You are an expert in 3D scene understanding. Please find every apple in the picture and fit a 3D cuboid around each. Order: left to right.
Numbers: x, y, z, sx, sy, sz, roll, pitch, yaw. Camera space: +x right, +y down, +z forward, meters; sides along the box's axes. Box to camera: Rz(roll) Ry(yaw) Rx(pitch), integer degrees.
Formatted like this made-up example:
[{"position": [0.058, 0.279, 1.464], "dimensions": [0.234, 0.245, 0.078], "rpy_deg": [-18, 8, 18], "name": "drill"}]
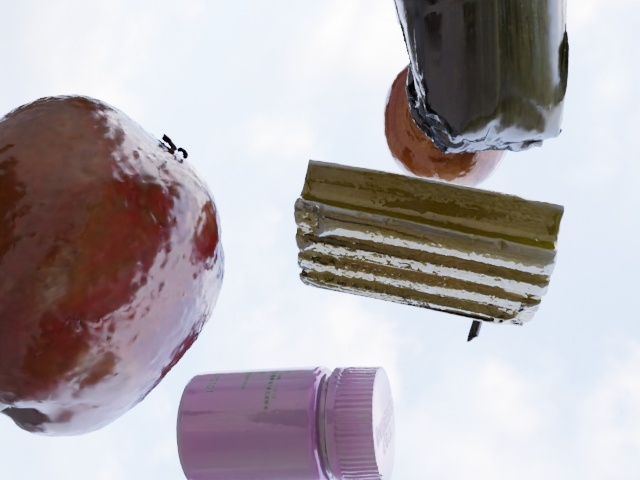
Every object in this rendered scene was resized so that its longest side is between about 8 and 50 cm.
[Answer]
[{"position": [0.237, -0.229, 1.637], "dimensions": [0.251, 0.206, 0.272], "rpy_deg": [26, -81, 7], "name": "apple"}]

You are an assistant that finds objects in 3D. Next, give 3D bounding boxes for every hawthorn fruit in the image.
[{"position": [-0.250, 0.051, 0.817], "dimensions": [0.284, 0.285, 0.369], "rpy_deg": [-10, -131, 42], "name": "hawthorn fruit"}]

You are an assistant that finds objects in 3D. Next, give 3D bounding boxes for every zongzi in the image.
[{"position": [0.109, -0.222, 0.753], "dimensions": [0.300, 0.138, 0.286], "rpy_deg": [-133, -144, -77], "name": "zongzi"}]

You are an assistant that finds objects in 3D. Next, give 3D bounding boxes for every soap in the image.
[{"position": [0.113, 0.006, 0.968], "dimensions": [0.274, 0.173, 0.089], "rpy_deg": [12, -120, 8], "name": "soap"}]

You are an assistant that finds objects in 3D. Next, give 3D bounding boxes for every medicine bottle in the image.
[{"position": [-0.046, 0.273, 1.288], "dimensions": [0.290, 0.178, 0.178], "rpy_deg": [-5, -111, 14], "name": "medicine bottle"}]

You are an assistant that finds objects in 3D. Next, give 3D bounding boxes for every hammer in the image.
[{"position": [0.284, 0.089, 1.487], "dimensions": [0.021, 0.065, 0.178], "rpy_deg": [-173, -79, -79], "name": "hammer"}]
